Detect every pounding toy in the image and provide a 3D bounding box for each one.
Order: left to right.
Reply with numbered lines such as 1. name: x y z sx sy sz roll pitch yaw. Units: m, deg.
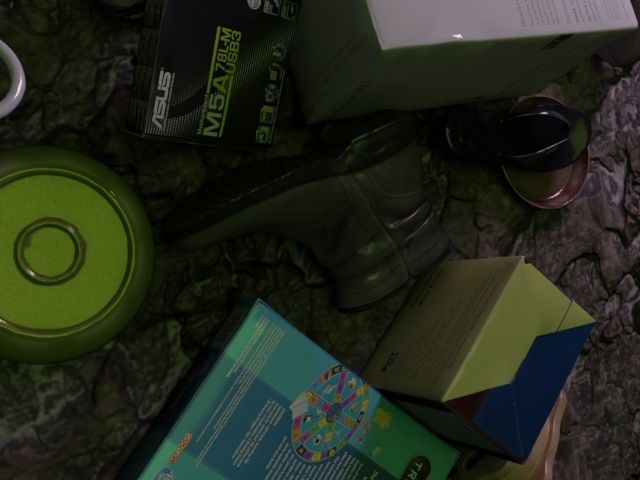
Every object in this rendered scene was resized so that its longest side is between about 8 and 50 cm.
1. pounding toy: 0.246 0.301 1.009 0.155 0.154 0.269 39 52 -18

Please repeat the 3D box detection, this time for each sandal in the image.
1. sandal: 0.283 -0.143 1.068 0.255 0.054 0.097 -6 89 -25

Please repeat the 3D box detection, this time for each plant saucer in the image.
1. plant saucer: -0.294 0.013 0.826 0.241 0.037 0.241 2 85 -25
2. plant saucer: 0.324 -0.128 1.133 0.168 0.029 0.168 2 84 -26

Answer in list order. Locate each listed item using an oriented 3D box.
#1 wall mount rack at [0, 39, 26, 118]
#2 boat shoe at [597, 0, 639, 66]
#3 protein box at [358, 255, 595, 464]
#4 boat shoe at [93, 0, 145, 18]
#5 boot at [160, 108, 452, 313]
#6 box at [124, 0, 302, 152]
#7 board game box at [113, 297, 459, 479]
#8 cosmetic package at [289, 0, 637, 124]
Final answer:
1. wall mount rack: -0.460 -0.114 0.676 0.350 0.130 0.304 14 60 -24
2. boat shoe: 0.468 -0.445 1.169 0.130 0.132 0.355 -8 91 -25
3. protein box: 0.186 0.140 0.951 0.136 0.201 0.200 40 71 -18
4. boat shoe: -0.133 -0.347 0.892 0.301 0.102 0.108 -38 92 -16
5. boot: 0.000 0.000 0.925 0.338 0.118 0.222 -23 112 -11
6. box: -0.116 -0.201 0.860 0.184 0.045 0.190 1 106 -48
7. board game box: -0.029 0.268 0.908 0.336 0.079 0.253 40 71 -18
8. cosmetic package: 0.167 -0.271 0.958 0.385 0.217 0.156 -14 82 -24
